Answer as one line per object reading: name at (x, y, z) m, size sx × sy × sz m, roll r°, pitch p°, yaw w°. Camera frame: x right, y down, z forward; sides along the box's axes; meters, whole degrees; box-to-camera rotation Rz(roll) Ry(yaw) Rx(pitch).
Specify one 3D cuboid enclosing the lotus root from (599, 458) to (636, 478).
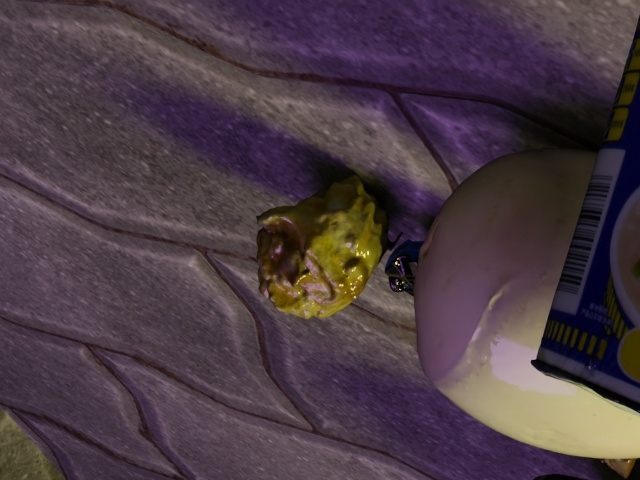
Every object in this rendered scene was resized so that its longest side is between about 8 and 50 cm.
lotus root at (0.262, 0.111, 1.976) m, size 0.260 × 0.170 × 0.074 m, roll 35°, pitch 153°, yaw 23°

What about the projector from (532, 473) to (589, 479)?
projector at (0.458, 0.490, 2.325) m, size 0.405 × 0.242 × 0.395 m, roll 13°, pitch 162°, yaw 41°

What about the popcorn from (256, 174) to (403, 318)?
popcorn at (0.010, 0.007, 2.124) m, size 0.142 × 0.173 × 0.173 m, roll 44°, pitch 161°, yaw 18°

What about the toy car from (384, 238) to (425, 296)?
toy car at (0.159, 0.058, 2.133) m, size 0.103 × 0.063 × 0.216 m, roll 1°, pitch 156°, yaw 37°

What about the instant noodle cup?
instant noodle cup at (0.303, -0.011, 1.382) m, size 0.284 × 0.312 × 0.284 m, roll 24°, pitch 179°, yaw 0°

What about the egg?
egg at (0.255, 0.063, 1.747) m, size 0.345 × 0.283 × 0.283 m, roll 18°, pitch 156°, yaw 4°
